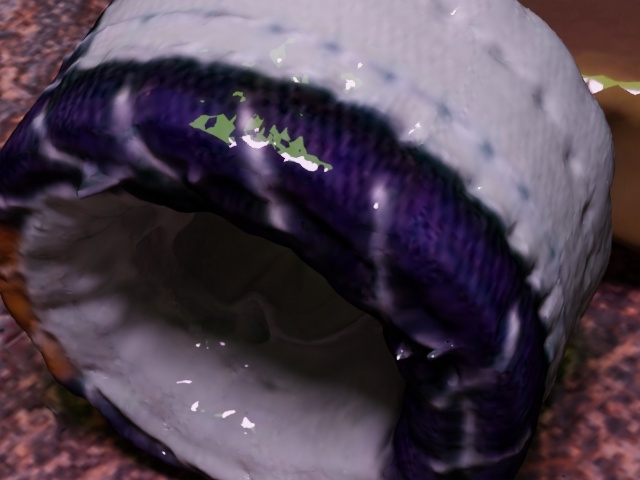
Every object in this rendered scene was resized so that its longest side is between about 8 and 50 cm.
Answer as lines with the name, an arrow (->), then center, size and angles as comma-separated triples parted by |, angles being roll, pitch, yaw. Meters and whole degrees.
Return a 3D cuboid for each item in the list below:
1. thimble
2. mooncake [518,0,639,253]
thimble -> 0.000, 0.000, 0.624 | 0.237, 0.237, 0.150 | 17, 53, 21
mooncake -> 0.128, -0.087, 0.759 | 0.235, 0.117, 0.235 | 2, 38, -1
